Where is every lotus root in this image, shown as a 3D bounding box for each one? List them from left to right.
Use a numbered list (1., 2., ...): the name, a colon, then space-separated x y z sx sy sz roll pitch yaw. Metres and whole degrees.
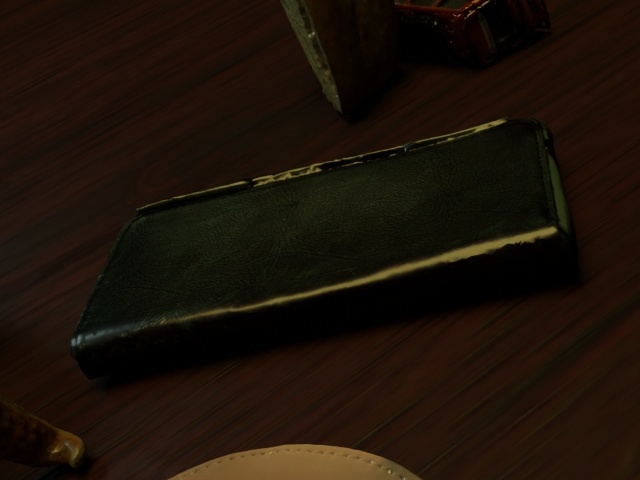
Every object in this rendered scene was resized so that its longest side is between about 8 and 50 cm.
1. lotus root: 0.024 -0.190 0.860 0.095 0.135 0.159 -21 17 3

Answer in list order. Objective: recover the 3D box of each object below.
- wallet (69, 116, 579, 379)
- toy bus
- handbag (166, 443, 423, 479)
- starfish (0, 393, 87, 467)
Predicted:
1. wallet: 0.000 0.000 0.639 0.318 0.045 0.172 -14 33 14
2. toy bus: 0.104 -0.217 0.914 0.096 0.073 0.235 -41 32 -13
3. handbag: -0.023 0.166 0.299 0.179 0.116 0.205 -3 35 32
4. starfish: -0.276 0.065 0.459 0.094 0.327 0.375 -28 23 54
